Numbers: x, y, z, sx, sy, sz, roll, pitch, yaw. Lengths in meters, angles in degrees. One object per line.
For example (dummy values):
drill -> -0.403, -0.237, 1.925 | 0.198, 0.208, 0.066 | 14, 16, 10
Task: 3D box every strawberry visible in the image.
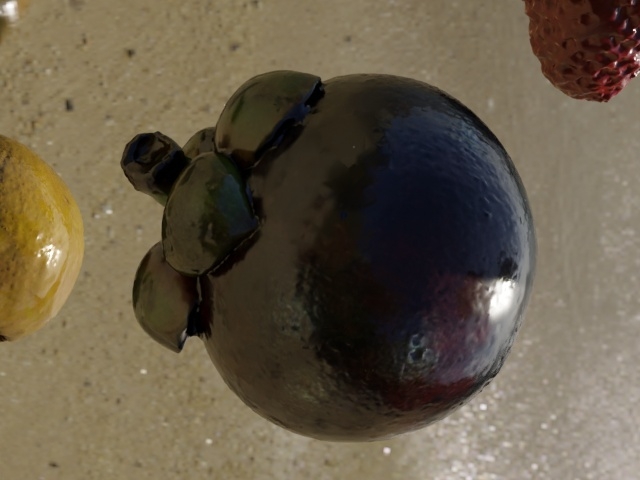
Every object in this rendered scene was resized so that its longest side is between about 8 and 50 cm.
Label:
strawberry -> 0.302, -0.263, 1.313 | 0.205, 0.205, 0.244 | -38, 143, -42

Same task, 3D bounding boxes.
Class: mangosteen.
mangosteen -> 0.014, 0.007, 0.938 | 0.300, 0.300, 0.300 | -4, 95, -50

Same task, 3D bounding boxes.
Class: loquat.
loquat -> -0.322, -0.004, 1.147 | 0.208, 0.208, 0.208 | -4, 95, -50
